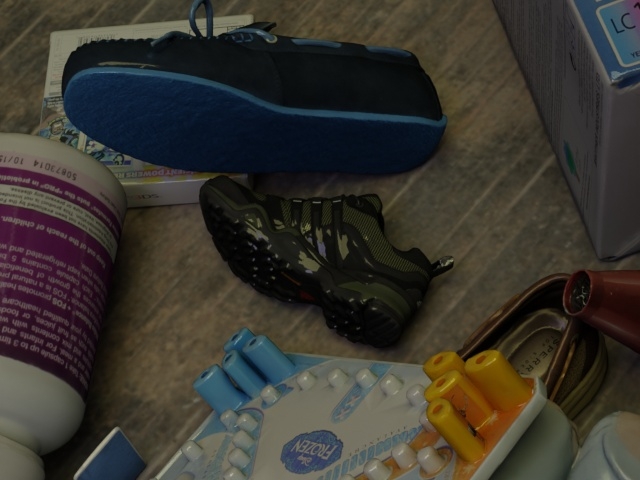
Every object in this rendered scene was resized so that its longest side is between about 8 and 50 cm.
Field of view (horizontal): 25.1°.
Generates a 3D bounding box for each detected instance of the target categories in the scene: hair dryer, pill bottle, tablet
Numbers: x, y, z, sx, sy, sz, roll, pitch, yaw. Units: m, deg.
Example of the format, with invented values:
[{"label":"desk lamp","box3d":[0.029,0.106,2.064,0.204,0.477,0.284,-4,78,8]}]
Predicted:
[{"label":"hair dryer","box3d":[0.318,0.005,1.112,0.293,0.224,0.080,-25,18,-13]},{"label":"pill bottle","box3d":[-0.267,0.076,1.195,0.169,0.169,0.302,1,60,12]},{"label":"tablet","box3d":[-0.169,0.186,1.162,0.006,0.083,0.054,32,71,25]}]

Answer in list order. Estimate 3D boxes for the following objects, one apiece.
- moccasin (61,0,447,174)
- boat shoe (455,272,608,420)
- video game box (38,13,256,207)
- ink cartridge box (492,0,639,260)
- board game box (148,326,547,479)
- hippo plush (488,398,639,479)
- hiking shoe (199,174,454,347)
[{"label":"moccasin","box3d":[-0.061,-0.129,1.264,0.342,0.138,0.117,8,55,-24]},{"label":"boat shoe","box3d":[0.095,0.159,1.102,0.342,0.123,0.123,-44,62,-14]},{"label":"video game box","box3d":[-0.161,-0.120,1.357,0.205,0.048,0.187,-3,58,9]},{"label":"ink cartridge box","box3d":[0.237,-0.226,1.210,0.151,0.270,0.395,-18,59,-1]},{"label":"board game box","box3d":[-0.081,0.214,0.988,0.390,0.050,0.390,-48,21,-21]},{"label":"hippo plush","box3d":[0.154,0.275,0.964,0.234,0.236,0.294,25,58,16]},{"label":"hiking shoe","box3d":[0.000,0.000,1.249,0.227,0.086,0.114,33,58,20]}]
